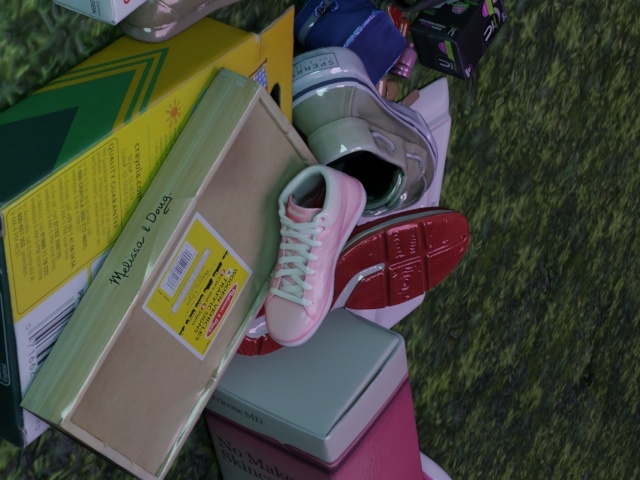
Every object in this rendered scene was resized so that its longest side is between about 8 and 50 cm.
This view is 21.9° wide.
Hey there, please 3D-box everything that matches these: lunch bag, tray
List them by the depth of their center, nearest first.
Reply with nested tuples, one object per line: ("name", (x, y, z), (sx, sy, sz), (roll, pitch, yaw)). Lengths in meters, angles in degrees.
("lunch bag", (0.018, -0.170, 1.357), (0.067, 0.065, 0.098), (-50, 154, 0))
("tray", (0.081, -0.018, 1.638), (0.145, 0.030, 0.270), (-35, 139, -49))

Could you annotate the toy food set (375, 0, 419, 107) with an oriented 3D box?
("toy food set", (0.062, -0.169, 1.495), (0.078, 0.019, 0.122), (-45, 139, -39))

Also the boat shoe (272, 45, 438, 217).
("boat shoe", (0.032, -0.066, 1.377), (0.302, 0.109, 0.094), (35, 38, -67))

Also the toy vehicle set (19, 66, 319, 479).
("toy vehicle set", (-0.093, 0.031, 1.154), (0.267, 0.035, 0.166), (-60, 154, -13))

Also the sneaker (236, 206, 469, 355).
("sneaker", (0.000, 0.000, 1.329), (0.221, 0.128, 0.087), (-19, 132, -19))

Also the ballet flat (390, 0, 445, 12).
("ballet flat", (0.084, -0.296, 1.358), (0.096, 0.095, 0.280), (-39, 144, -24))

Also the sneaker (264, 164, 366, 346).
("sneaker", (-0.015, 0.007, 1.184), (0.134, 0.051, 0.070), (-67, 153, -6))

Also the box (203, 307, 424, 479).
("box", (-0.006, 0.171, 1.485), (0.127, 0.148, 0.232), (-50, 149, -29))

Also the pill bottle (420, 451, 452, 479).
("pill bottle", (0.007, 0.333, 1.625), (0.283, 0.160, 0.160), (-57, 152, -21))

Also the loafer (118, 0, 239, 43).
("loafer", (-0.083, -0.190, 1.158), (0.148, 0.056, 0.050), (-46, 153, -37))

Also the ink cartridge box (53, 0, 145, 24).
("ink cartridge box", (-0.118, -0.218, 1.068), (0.135, 0.056, 0.099), (-46, 146, -38))

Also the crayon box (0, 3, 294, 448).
("crayon box", (-0.136, -0.028, 1.158), (0.318, 0.081, 0.202), (-40, 143, -43))

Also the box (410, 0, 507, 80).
("box", (0.131, -0.205, 1.557), (0.083, 0.052, 0.062), (-56, 151, -20))
